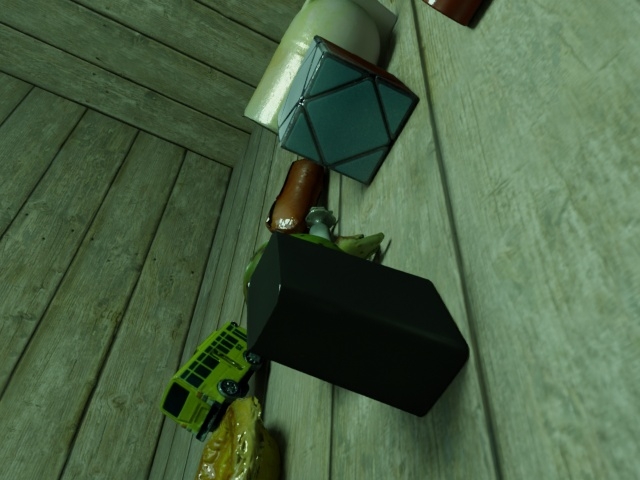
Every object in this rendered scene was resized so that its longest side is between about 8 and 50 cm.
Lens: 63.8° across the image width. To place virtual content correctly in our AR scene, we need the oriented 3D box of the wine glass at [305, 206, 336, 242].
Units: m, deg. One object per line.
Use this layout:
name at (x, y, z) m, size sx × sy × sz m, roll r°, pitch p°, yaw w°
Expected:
wine glass at (0.000, 0.000, 1.080) m, size 0.072 × 0.072 × 0.155 m, roll -56°, pitch 21°, yaw 34°

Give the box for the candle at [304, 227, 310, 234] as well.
candle at (-0.033, -0.012, 1.227) m, size 0.162 × 0.053 × 0.048 m, roll -122°, pitch 18°, yaw -73°

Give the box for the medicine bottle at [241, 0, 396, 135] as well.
medicine bottle at (0.007, -0.425, 1.256) m, size 0.406 × 0.236 × 0.236 m, roll -60°, pitch 18°, yaw 7°

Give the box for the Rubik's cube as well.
Rubik's cube at (0.042, -0.268, 1.054) m, size 0.205 × 0.205 × 0.207 m, roll -61°, pitch 20°, yaw 24°

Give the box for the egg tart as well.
egg tart at (-0.152, 0.437, 0.949) m, size 0.295 × 0.116 × 0.294 m, roll -159°, pitch 90°, yaw -76°

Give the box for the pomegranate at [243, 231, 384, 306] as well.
pomegranate at (-0.006, 0.069, 0.838) m, size 0.263 × 0.211 × 0.211 m, roll -48°, pitch 9°, yaw -23°

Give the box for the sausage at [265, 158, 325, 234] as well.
sausage at (-0.050, -0.105, 1.260) m, size 0.102 × 0.102 × 0.330 m, roll -55°, pitch 10°, yaw 36°

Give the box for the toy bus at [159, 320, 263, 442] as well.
toy bus at (-0.231, 0.302, 1.166) m, size 0.128 × 0.150 × 0.262 m, roll -62°, pitch -6°, yaw 26°

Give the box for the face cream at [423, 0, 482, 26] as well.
face cream at (0.258, -0.467, 0.826) m, size 0.214 × 0.096 × 0.096 m, roll -59°, pitch 20°, yaw 29°

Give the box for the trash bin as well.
trash bin at (0.032, 0.093, 0.620) m, size 0.115 × 0.226 × 0.165 m, roll -62°, pitch 19°, yaw 22°
